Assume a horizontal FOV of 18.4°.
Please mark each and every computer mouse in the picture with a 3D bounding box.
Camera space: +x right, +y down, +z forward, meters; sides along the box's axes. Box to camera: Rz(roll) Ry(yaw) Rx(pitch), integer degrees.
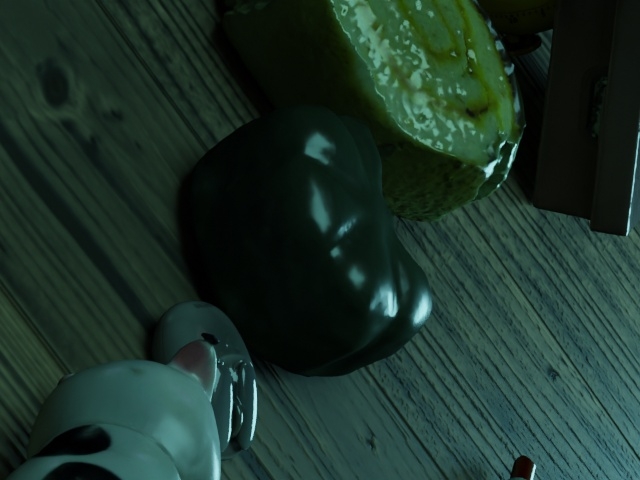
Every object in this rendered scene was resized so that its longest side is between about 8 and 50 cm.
[{"bbox_3d":[-0.063,0.079,1.157,0.066,0.039,0.096,3,63,-54],"label":"computer mouse"}]

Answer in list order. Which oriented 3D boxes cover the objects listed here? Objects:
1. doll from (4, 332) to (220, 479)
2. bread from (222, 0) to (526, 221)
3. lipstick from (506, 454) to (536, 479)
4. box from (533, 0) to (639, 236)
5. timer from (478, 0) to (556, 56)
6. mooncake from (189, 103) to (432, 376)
[{"bbox_3d":[-0.107,0.133,0.981,0.180,0.110,0.107,-65,143,-59],"label":"doll"},{"bbox_3d":[0.037,-0.127,1.403,0.257,0.124,0.186,59,37,-4],"label":"bread"},{"bbox_3d":[0.132,0.190,1.359,0.030,0.030,0.129,48,33,-19],"label":"lipstick"},{"bbox_3d":[0.257,-0.138,1.662,0.215,0.086,0.215,-39,137,-58],"label":"box"},{"bbox_3d":[0.181,-0.227,1.693,0.107,0.107,0.109,-60,137,-55],"label":"timer"},{"bbox_3d":[0.000,0.000,1.258,0.175,0.104,0.168,54,26,-17],"label":"mooncake"}]
